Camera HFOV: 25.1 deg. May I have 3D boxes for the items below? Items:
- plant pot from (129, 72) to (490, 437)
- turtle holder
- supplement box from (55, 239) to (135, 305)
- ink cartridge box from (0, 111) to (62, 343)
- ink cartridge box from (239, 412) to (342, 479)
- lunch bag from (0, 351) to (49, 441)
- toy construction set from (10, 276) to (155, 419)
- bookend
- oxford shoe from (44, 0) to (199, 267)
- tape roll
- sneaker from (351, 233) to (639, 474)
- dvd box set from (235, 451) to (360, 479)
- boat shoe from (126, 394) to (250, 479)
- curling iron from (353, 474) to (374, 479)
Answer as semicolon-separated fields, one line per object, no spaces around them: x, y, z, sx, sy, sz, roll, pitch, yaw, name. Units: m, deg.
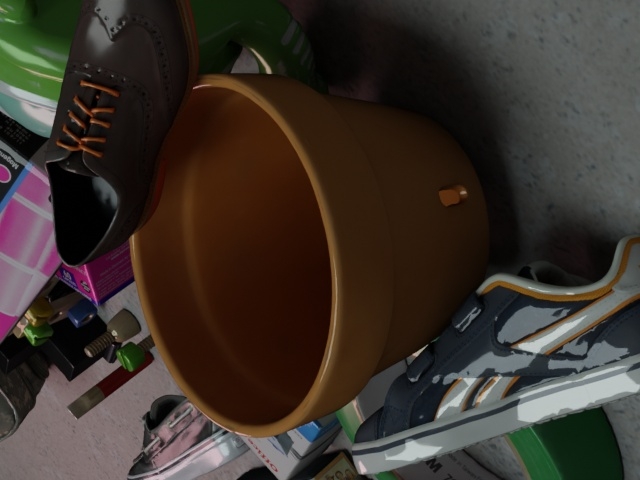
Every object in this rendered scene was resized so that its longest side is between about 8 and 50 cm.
0.000;0.000;1.190;0.291;0.203;0.291;16;110;49;plant pot
-0.164;-0.196;1.281;0.227;0.320;0.243;103;156;-55;turtle holder
-0.279;-0.050;1.701;0.111;0.114;0.220;29;142;36;supplement box
-0.389;0.005;1.639;0.176;0.069;0.371;38;131;-6;ink cartridge box
-0.041;0.178;1.645;0.139;0.082;0.190;46;149;12;ink cartridge box
-0.575;0.163;2.253;0.305;0.212;0.256;57;-165;-13;lunch bag
-0.384;0.102;1.896;0.309;0.237;0.257;58;151;-11;toy construction set
-0.396;0.147;2.049;0.157;0.156;0.072;46;151;9;bookend
-0.157;-0.098;1.098;0.097;0.098;0.271;16;124;10;oxford shoe
0.139;0.177;1.385;0.321;0.077;0.321;36;148;28;tape roll
0.152;0.094;1.159;0.321;0.126;0.127;-24;79;30;sneaker
0.065;0.463;1.833;0.420;0.062;0.307;54;152;-4;dvd box set
-0.180;0.258;1.928;0.335;0.121;0.119;-35;84;51;boat shoe
0.141;0.294;1.395;0.274;0.035;0.068;28;150;35;curling iron
